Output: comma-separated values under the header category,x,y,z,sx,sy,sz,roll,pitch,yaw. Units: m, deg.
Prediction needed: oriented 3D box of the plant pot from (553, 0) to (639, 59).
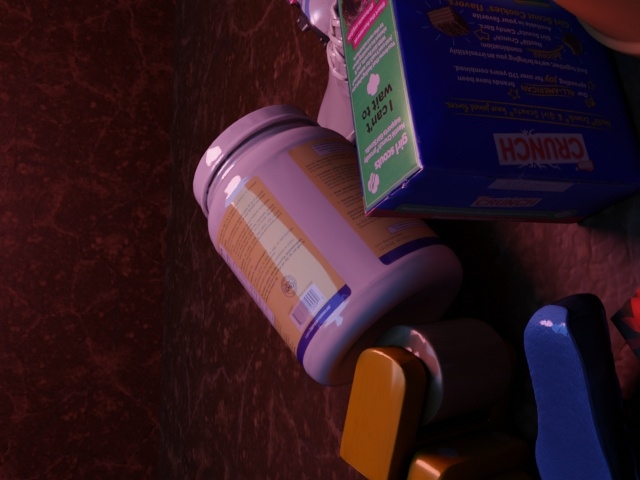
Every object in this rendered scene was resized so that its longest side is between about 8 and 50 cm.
category,x,y,z,sx,sy,sz,roll,pitch,yaw
plant pot,0.282,-0.313,0.591,0.291,0.203,0.290,-176,90,-65

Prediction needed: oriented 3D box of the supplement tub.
category,x,y,z,sx,sy,sz,roll,pitch,yaw
supplement tub,0.000,0.000,0.918,0.331,0.241,0.241,51,135,25

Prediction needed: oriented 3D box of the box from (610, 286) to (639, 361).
category,x,y,z,sx,sy,sz,roll,pitch,yaw
box,0.373,0.109,0.515,0.201,0.057,0.293,-64,33,38

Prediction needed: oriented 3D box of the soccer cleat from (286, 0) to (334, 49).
category,x,y,z,sx,sy,sz,roll,pitch,yaw
soccer cleat,0.009,-0.482,1.313,0.143,0.116,0.331,-45,36,18

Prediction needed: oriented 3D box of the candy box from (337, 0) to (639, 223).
category,x,y,z,sx,sy,sz,roll,pitch,yaw
candy box,0.170,-0.183,0.730,0.122,0.268,0.317,134,133,-59

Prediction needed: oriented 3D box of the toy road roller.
category,x,y,z,sx,sy,sz,roll,pitch,yaw
toy road roller,0.167,0.271,0.782,0.241,0.202,0.329,19,105,48

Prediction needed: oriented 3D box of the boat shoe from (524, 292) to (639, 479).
category,x,y,z,sx,sy,sz,roll,pitch,yaw
boat shoe,0.272,0.175,0.672,0.109,0.089,0.258,20,127,49

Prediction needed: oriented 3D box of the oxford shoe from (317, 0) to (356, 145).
category,x,y,z,sx,sy,sz,roll,pitch,yaw
oxford shoe,0.065,-0.333,1.132,0.449,0.130,0.169,-63,36,43
